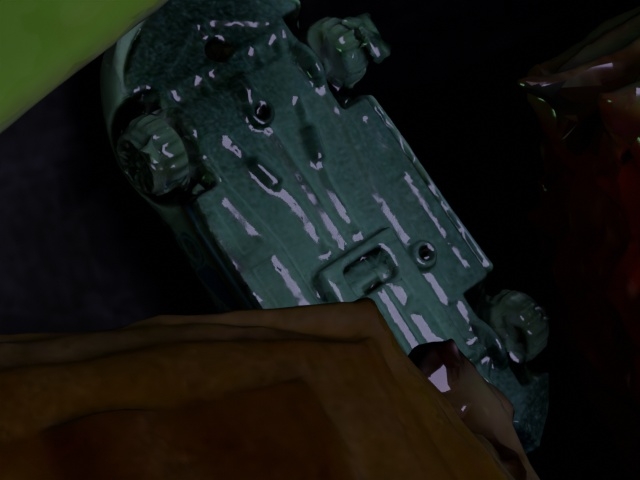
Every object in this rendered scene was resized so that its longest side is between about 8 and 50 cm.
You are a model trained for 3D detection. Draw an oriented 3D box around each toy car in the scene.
[{"bbox_3d":[0.000,0.000,0.511,0.093,0.058,0.186,-33,89,-26],"label":"toy car"}]

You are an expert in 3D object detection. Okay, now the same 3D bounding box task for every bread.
[{"bbox_3d":[-0.060,0.169,0.358,0.324,0.167,0.277,-10,58,-29],"label":"bread"}]

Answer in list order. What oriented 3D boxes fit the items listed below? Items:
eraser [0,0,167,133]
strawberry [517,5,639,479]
[{"bbox_3d":[-0.138,-0.116,0.412,0.274,0.092,0.210,-45,109,-26],"label":"eraser"},{"bbox_3d":[0.235,0.028,0.534,0.292,0.292,0.343,-42,110,-28],"label":"strawberry"}]
